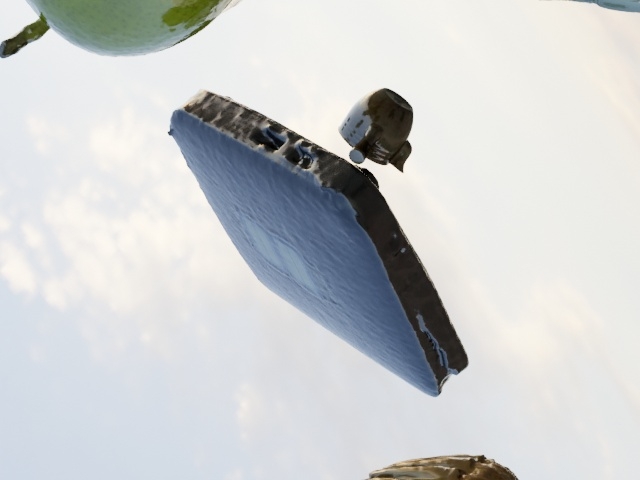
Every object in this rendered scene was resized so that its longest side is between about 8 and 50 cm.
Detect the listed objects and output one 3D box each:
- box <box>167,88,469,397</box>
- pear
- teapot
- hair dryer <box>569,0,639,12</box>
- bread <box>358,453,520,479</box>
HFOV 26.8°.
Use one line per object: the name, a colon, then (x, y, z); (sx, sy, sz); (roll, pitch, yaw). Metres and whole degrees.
box: (0.000, 0.000, 1.538); (0.350, 0.091, 0.359); (30, 159, 43)
pear: (-0.124, -0.186, 0.840); (0.166, 0.216, 0.180); (36, -149, -18)
teapot: (0.061, -0.104, 1.370); (0.085, 0.080, 0.110); (36, -159, -3)
hair dryer: (0.264, -0.143, 0.964); (0.067, 0.199, 0.167); (23, -130, -77)
bread: (0.055, 0.244, 0.933); (0.139, 0.240, 0.240); (31, -166, 20)
